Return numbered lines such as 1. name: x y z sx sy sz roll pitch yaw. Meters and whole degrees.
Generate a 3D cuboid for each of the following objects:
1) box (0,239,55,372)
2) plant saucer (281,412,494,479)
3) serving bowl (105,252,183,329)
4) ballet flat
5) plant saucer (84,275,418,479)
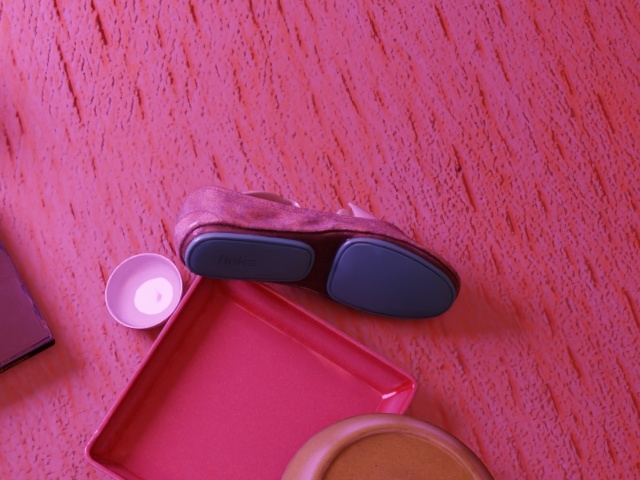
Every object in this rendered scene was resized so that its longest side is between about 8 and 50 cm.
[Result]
1. box: -0.394 0.065 1.362 0.184 0.045 0.191 -28 83 -12
2. plant saucer: 0.076 0.271 1.305 0.241 0.037 0.241 6 58 -9
3. serving bowl: -0.180 0.056 1.402 0.083 0.027 0.083 -4 68 11
4. ballet flat: 0.000 0.000 1.409 0.316 0.107 0.106 14 36 -21
5. plant saucer: -0.068 0.186 1.369 0.259 0.048 0.258 32 64 -1
